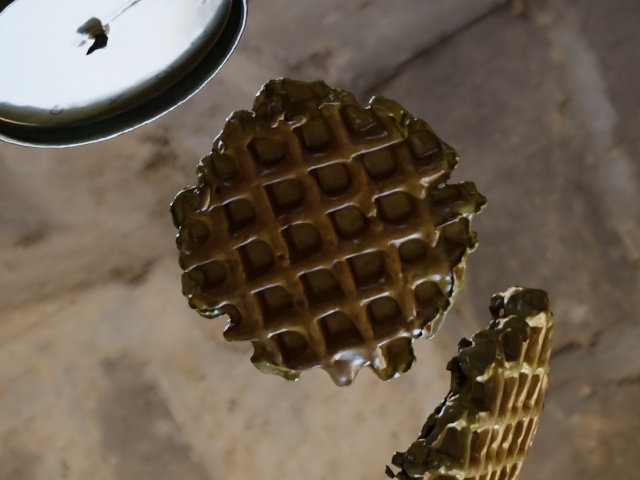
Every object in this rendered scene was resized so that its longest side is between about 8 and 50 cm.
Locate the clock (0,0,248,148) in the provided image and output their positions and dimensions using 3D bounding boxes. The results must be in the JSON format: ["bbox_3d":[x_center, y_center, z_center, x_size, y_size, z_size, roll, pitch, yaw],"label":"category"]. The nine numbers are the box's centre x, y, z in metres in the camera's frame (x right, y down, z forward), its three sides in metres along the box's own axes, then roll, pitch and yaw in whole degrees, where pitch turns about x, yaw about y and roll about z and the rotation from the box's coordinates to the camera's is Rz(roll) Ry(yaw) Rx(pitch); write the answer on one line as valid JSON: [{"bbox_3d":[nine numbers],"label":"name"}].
[{"bbox_3d":[-0.193,-0.184,1.685,0.280,0.281,0.055,76,169,-62],"label":"clock"}]

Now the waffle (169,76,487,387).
[{"bbox_3d":[0.000,0.000,1.938,0.302,0.325,0.068,23,-161,-7],"label":"waffle"}]

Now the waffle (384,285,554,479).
[{"bbox_3d":[0.112,0.164,1.438,0.052,0.254,0.245,19,135,19],"label":"waffle"}]
